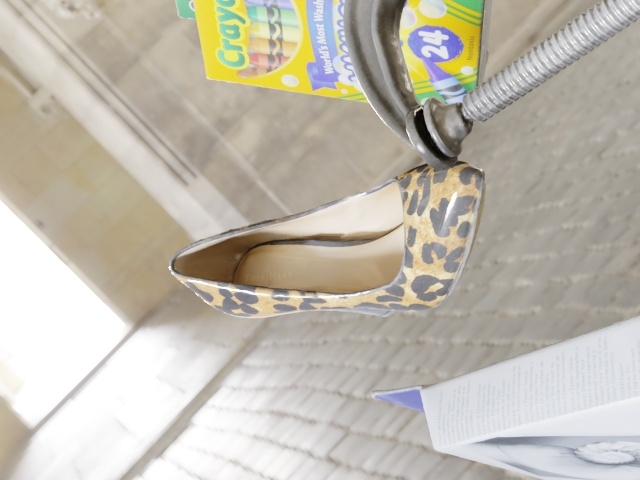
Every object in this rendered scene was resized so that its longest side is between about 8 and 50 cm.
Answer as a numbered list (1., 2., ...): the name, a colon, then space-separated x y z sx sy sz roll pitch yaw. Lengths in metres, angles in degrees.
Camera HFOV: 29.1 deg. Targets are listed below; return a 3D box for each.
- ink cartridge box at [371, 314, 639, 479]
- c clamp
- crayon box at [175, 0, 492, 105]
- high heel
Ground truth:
1. ink cartridge box: 0.174 0.107 0.648 0.224 0.223 0.045 -26 51 53
2. c clamp: 0.068 -0.075 0.368 0.160 0.137 0.022 -28 -27 38
3. crayon box: -0.004 -0.228 1.147 0.203 0.322 0.083 84 -161 -56
4. high heel: 0.000 0.000 0.894 0.261 0.186 0.093 129 145 -62
